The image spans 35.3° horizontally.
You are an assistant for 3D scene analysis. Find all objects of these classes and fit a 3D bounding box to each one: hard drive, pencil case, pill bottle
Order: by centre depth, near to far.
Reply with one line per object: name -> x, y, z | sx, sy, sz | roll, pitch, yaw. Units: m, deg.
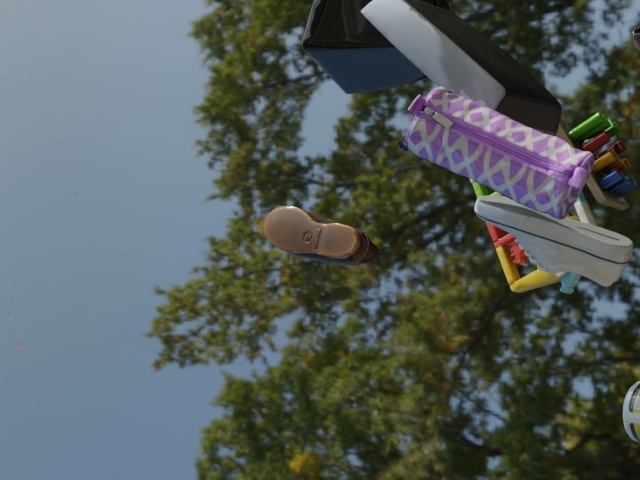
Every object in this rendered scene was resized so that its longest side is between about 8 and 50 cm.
pill bottle -> 0.364, 0.175, 0.989 | 0.065, 0.116, 0.065 | 1, -91, -39
pencil case -> 0.191, -0.098, 1.086 | 0.086, 0.206, 0.088 | -60, -19, -12
hard drive -> 0.180, -0.224, 1.258 | 0.172, 0.254, 0.054 | 4, -54, -45

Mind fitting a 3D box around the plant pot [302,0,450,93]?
plant pot -> 0.102, -0.353, 1.627 | 0.188, 0.167, 0.187 | 34, -112, -58

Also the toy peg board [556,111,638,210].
toy peg board -> 0.506, -0.147, 1.778 | 0.161, 0.079, 0.160 | 6, -127, -58

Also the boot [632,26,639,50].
boot -> 0.650, -0.391, 1.889 | 0.087, 0.118, 0.042 | 43, -157, -30

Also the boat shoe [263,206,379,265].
boat shoe -> 0.000, 0.000, 1.561 | 0.073, 0.207, 0.073 | 23, -92, -47

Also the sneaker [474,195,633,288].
sneaker -> 0.359, 0.004, 1.599 | 0.094, 0.258, 0.091 | -26, -45, -58

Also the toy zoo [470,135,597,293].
toy zoo -> 0.400, -0.035, 1.844 | 0.030, 0.192, 0.293 | 12, -126, -47
